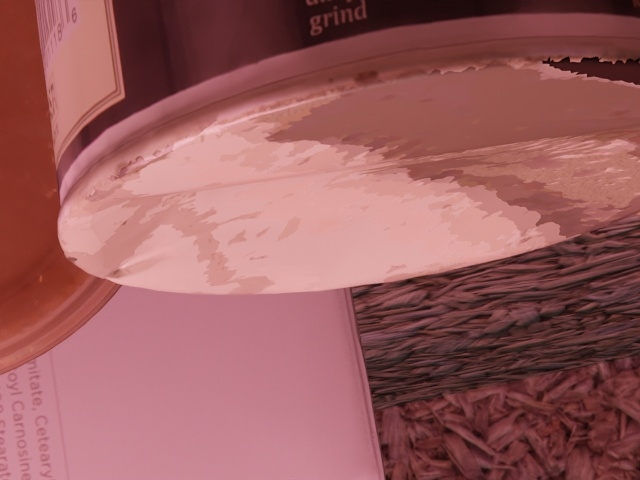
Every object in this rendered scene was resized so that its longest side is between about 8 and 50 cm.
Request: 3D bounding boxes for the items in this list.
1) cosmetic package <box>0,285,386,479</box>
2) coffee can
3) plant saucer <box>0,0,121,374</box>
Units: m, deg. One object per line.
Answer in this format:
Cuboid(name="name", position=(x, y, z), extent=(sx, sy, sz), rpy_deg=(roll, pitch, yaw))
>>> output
Cuboid(name="cosmetic package", position=(-0.188, 0.073, 1.012), extent=(0.394, 0.327, 0.329), rpy_deg=(-9, 165, -7))
Cuboid(name="coffee can", position=(0.002, -0.141, 0.439), extent=(0.202, 0.275, 0.201), rpy_deg=(-9, 165, -2))
Cuboid(name="plant saucer", position=(-0.200, -0.055, 0.661), extent=(0.278, 0.277, 0.041), rpy_deg=(-5, -166, -15))
